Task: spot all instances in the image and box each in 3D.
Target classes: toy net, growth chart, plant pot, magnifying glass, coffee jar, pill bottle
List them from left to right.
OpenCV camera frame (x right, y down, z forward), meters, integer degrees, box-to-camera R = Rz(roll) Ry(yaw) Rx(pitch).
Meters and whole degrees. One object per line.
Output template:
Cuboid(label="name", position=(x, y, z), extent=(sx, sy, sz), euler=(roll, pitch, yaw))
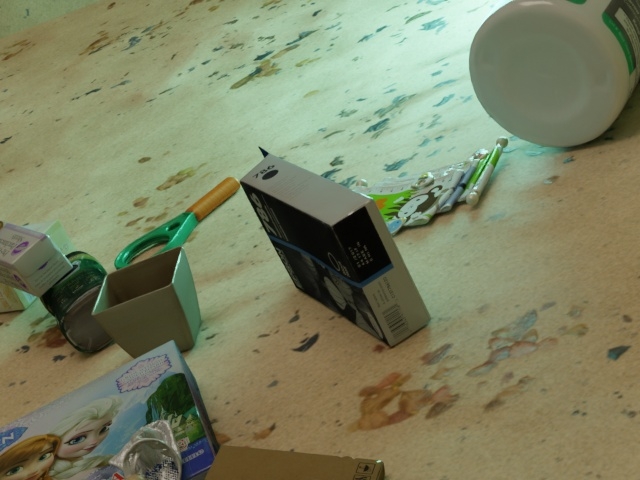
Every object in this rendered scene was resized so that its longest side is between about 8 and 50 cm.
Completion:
Cuboid(label="coffee jar", position=(-0.312, 0.077, 2.172), extent=(0.096, 0.079, 0.184), euler=(-37, 24, -7))
Cuboid(label="toy net", position=(-0.170, 0.261, 1.551), extent=(0.122, 0.045, 0.232), euler=(0, 53, 20))
Cuboid(label="plant pot", position=(-0.202, 0.087, 2.013), extent=(0.109, 0.096, 0.109), euler=(-21, 22, 13))
Cuboid(label="magnifying glass", position=(-0.199, -0.019, 2.337), extent=(0.092, 0.026, 0.231), euler=(2, 38, 50))
Cuboid(label="growth chart", position=(0.115, -0.055, 2.083), extent=(0.237, 0.021, 0.172), euler=(-15, 26, 26))
Cuboid(label="pill bottle", position=(0.342, -0.290, 2.109), extent=(0.204, 0.204, 0.361), euler=(-9, 28, 35))

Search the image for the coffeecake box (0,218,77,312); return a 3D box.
Cuboid(label="coffeecake box", position=(-0.473, 0.044, 2.427), extent=(0.185, 0.068, 0.142), euler=(-8, 29, 36))

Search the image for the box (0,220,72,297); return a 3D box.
Cuboid(label="box", position=(-0.442, 0.014, 2.275), extent=(0.067, 0.063, 0.324), euler=(-44, 26, -18))

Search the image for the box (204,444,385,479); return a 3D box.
Cuboid(label="box", position=(-0.043, 0.260, 1.500), extent=(0.164, 0.021, 0.201), euler=(4, 32, 15))

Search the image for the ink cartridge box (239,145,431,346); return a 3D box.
Cuboid(label="ink cartridge box", position=(0.000, 0.000, 1.899), extent=(0.065, 0.165, 0.333), euler=(-33, 23, -13))

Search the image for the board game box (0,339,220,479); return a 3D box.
Cuboid(label="board game box", position=(-0.261, 0.259, 1.741), extent=(0.319, 0.066, 0.318), euler=(-27, 23, -3))
